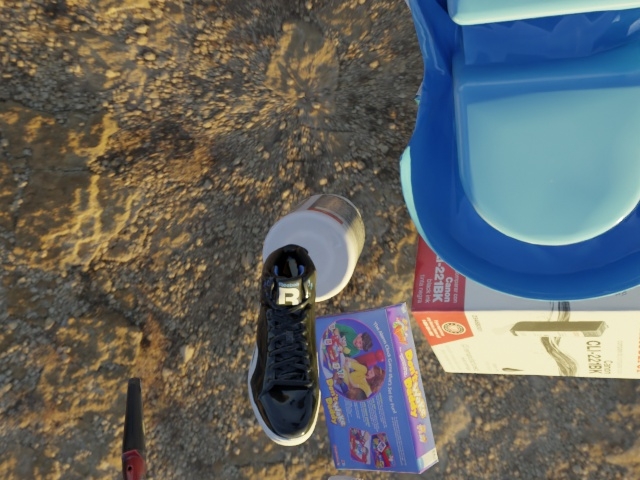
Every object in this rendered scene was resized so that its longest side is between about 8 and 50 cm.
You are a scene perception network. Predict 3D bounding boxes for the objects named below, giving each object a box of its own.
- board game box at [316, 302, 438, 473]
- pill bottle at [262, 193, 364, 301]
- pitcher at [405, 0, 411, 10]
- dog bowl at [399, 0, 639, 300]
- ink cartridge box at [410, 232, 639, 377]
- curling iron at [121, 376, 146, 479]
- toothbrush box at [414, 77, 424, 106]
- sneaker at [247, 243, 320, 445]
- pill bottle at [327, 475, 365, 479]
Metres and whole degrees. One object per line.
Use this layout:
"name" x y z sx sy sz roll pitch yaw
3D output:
"board game box" 0.109 0.327 1.400 0.233 0.078 0.347 -14 85 40
"pill bottle" 0.000 0.000 1.194 0.161 0.283 0.161 2 103 9
"pitcher" 0.287 -0.530 1.321 0.207 0.125 0.177 -10 119 29
"dog bowl" 0.124 -0.111 0.333 0.166 0.074 0.297 1 120 21
"ink cartridge box" 0.267 0.077 0.754 0.273 0.114 0.197 -4 147 23
"curling iron" -0.239 0.273 0.761 0.068 0.274 0.035 14 126 -17
"toothbrush box" 0.394 -0.349 1.398 0.295 0.126 0.216 17 76 34
"sneaker" -0.040 0.099 0.686 0.079 0.217 0.121 -1 141 -6
"pill bottle" 0.044 0.654 1.296 0.169 0.169 0.301 13 85 -4
